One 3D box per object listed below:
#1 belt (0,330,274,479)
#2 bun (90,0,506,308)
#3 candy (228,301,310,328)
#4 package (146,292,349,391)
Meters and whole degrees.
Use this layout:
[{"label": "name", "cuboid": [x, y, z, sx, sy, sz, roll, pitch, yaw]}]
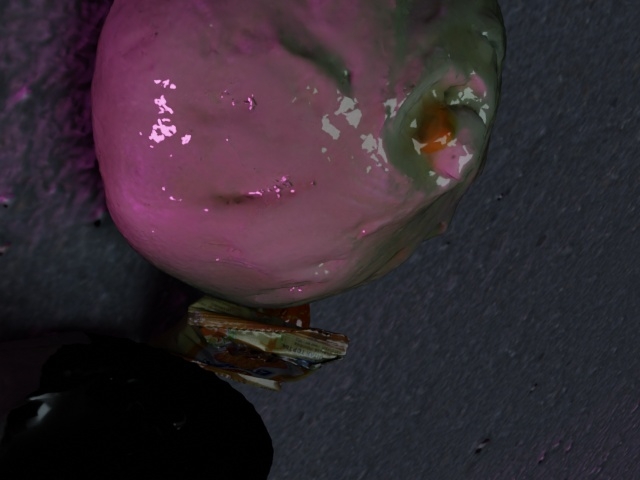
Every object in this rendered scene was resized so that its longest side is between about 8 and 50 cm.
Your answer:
[{"label": "belt", "cuboid": [-0.160, 0.139, 0.658, 0.289, 0.184, 0.164, -6, 127, -49]}, {"label": "bun", "cuboid": [0.015, -0.068, 0.671, 0.283, 0.179, 0.283, -33, 146, -26]}, {"label": "candy", "cuboid": [0.000, 0.000, 0.846, 0.201, 0.060, 0.060, -57, 147, -3]}, {"label": "package", "cuboid": [-0.053, 0.072, 0.775, 0.108, 0.031, 0.121, 17, 156, -19]}]
